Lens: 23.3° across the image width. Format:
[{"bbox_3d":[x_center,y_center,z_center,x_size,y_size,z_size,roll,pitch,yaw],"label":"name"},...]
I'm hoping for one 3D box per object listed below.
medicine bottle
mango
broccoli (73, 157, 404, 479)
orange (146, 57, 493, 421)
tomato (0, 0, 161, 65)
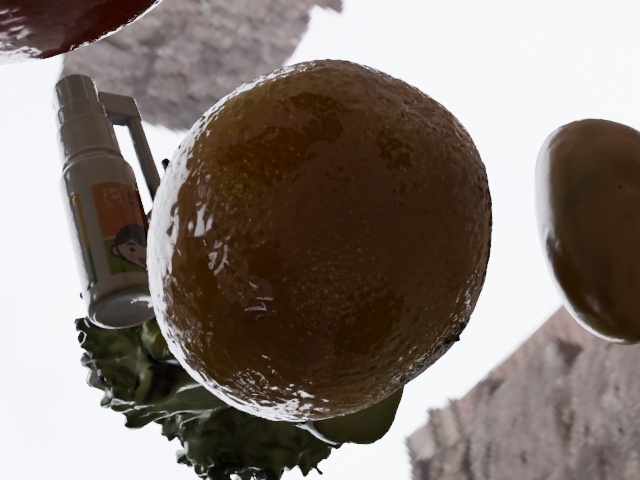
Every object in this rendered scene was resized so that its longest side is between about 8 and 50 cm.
[{"bbox_3d":[-0.160,-0.036,1.225,0.092,0.061,0.221,7,-129,-35],"label":"medicine bottle"},{"bbox_3d":[0.256,-0.010,1.342,0.138,0.113,0.253,10,-136,-9],"label":"mango"},{"bbox_3d":[-0.032,0.058,1.355,0.334,0.272,0.324,33,-114,-39],"label":"broccoli"},{"bbox_3d":[0.000,0.000,0.986,0.236,0.236,0.236,15,-129,-19],"label":"orange"},{"bbox_3d":[-0.175,-0.216,0.727,0.289,0.335,0.176,6,-138,6],"label":"tomato"}]
